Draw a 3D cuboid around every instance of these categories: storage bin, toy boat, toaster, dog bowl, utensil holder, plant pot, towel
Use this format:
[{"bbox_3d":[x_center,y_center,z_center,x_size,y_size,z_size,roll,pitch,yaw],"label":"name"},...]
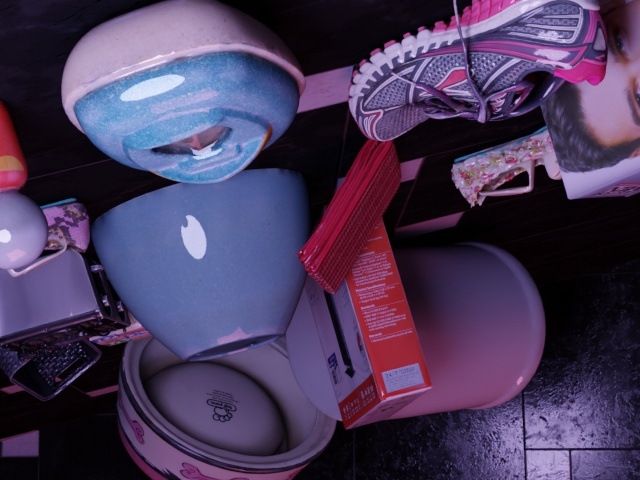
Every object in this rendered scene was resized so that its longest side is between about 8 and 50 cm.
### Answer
[{"bbox_3d":[-0.431,0.165,2.094,0.122,0.084,0.180,-40,161,-6],"label":"storage bin"},{"bbox_3d":[-0.163,-0.085,1.149,0.318,0.148,0.267,-18,169,14],"label":"toy boat"},{"bbox_3d":[-0.375,0.092,1.887,0.185,0.110,0.168,-16,169,5],"label":"toaster"},{"bbox_3d":[-0.184,0.307,2.437,0.408,0.408,0.150,-6,135,-40],"label":"dog bowl"},{"bbox_3d":[0.172,0.163,2.486,0.327,0.328,0.385,-24,163,41],"label":"utensil holder"},{"bbox_3d":[-0.135,0.046,1.751,0.290,0.195,0.290,-14,169,-3],"label":"plant pot"},{"bbox_3d":[0.043,-0.031,1.750,0.199,0.031,0.275,-58,170,-4],"label":"towel"}]

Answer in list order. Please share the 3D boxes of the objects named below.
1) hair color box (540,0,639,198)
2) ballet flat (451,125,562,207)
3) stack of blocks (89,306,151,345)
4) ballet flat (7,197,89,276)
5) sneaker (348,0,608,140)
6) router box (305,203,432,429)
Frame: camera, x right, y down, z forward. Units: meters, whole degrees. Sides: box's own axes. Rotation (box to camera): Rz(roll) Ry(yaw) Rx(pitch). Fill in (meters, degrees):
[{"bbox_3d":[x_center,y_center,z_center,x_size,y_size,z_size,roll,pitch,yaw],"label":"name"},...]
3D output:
[{"bbox_3d":[0.385,-0.186,1.285,0.113,0.185,0.374,-5,166,-44],"label":"hair color box"},{"bbox_3d":[0.294,-0.110,1.862,0.241,0.077,0.091,-21,167,29],"label":"ballet flat"},{"bbox_3d":[-0.216,0.087,2.150,0.297,0.087,0.171,-16,170,3],"label":"stack of blocks"},{"bbox_3d":[-0.366,0.005,1.529,0.221,0.079,0.077,-10,169,-25],"label":"ballet flat"},{"bbox_3d":[0.141,-0.157,1.298,0.121,0.112,0.299,-5,167,-42],"label":"sneaker"},{"bbox_3d":[0.061,0.120,2.097,0.082,0.301,0.335,-14,167,-11],"label":"router box"}]
